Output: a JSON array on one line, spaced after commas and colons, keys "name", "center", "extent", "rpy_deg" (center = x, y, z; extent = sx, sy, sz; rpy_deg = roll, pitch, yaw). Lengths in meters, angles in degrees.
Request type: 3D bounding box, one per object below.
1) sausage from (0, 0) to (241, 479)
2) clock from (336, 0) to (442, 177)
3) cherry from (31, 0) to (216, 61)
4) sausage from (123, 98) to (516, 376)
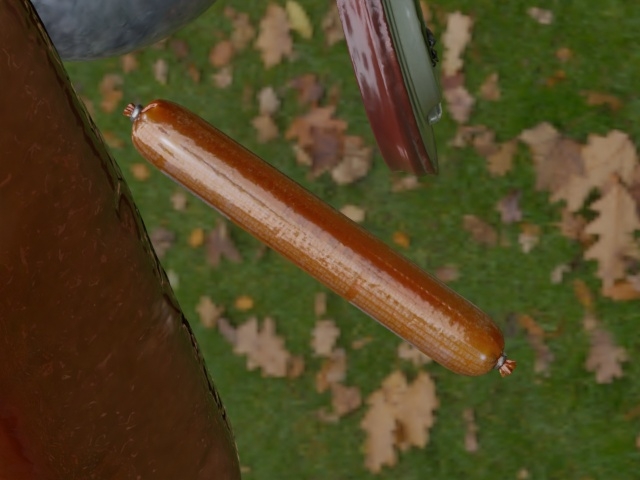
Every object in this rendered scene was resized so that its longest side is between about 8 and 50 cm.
[{"name": "sausage", "center": [-0.096, 0.006, 0.428], "extent": [0.097, 0.094, 0.348], "rpy_deg": [18, 147, 27]}, {"name": "clock", "center": [0.078, -0.220, 1.579], "extent": [0.080, 0.318, 0.318], "rpy_deg": [-13, 75, 9]}, {"name": "cherry", "center": [-0.156, -0.265, 1.062], "extent": [0.218, 0.255, 0.296], "rpy_deg": [8, 67, 55]}, {"name": "sausage", "center": [0.000, 0.000, 1.112], "extent": [0.348, 0.053, 0.053], "rpy_deg": [35, 124, -2]}]
